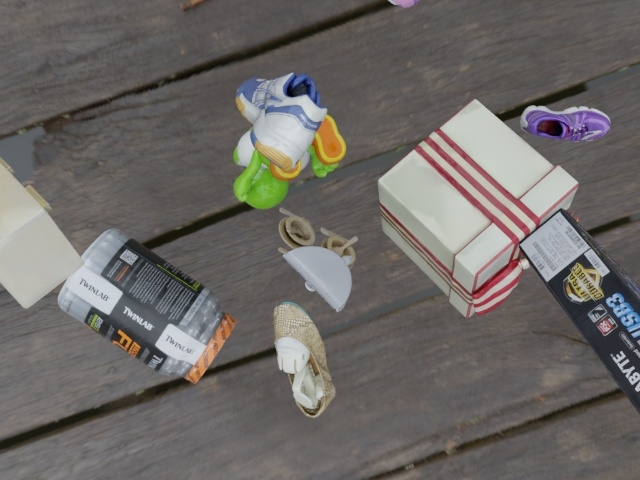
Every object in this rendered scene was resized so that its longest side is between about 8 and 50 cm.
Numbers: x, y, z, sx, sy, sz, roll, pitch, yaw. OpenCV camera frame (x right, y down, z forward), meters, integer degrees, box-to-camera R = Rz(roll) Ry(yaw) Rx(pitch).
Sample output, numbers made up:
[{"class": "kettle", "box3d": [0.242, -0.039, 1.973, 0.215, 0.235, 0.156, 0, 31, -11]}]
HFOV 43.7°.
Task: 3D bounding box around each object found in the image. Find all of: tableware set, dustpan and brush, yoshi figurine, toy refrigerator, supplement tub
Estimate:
[{"class": "tableware set", "box3d": [0.000, 0.000, 1.701, 0.194, 0.128, 0.039, 25, 131, -25]}, {"class": "dustpan and brush", "box3d": [0.020, 0.057, 1.543, 0.147, 0.211, 0.060, 45, 128, 8]}, {"class": "yoshi figurine", "box3d": [-0.085, -0.152, 1.695, 0.203, 0.362, 0.203, 32, 78, -21]}, {"class": "toy refrigerator", "box3d": [-0.395, -0.045, 0.955, 0.094, 0.102, 0.269, -40, 51, -17]}, {"class": "supplement tub", "box3d": [-0.336, 0.135, 1.581, 0.316, 0.193, 0.194, 34, 90, -3]}]

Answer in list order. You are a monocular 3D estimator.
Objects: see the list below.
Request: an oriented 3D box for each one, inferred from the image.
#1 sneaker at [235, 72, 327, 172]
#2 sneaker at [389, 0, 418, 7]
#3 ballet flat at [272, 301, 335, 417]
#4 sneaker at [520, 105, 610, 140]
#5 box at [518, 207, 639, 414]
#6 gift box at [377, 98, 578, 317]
[{"class": "sneaker", "box3d": [-0.055, -0.224, 1.336, 0.112, 0.296, 0.131, 32, 107, -30]}, {"class": "sneaker", "box3d": [0.141, -0.500, 1.358, 0.095, 0.104, 0.237, -14, 75, 23]}, {"class": "ballet flat", "box3d": [-0.026, 0.183, 1.170, 0.073, 0.067, 0.206, -3, 128, 27]}, {"class": "sneaker", "box3d": [0.451, -0.203, 1.461, 0.169, 0.071, 0.068, 0, 120, -8]}, {"class": "box", "box3d": [0.361, 0.137, 0.825, 0.073, 0.293, 0.295, -42, 122, 18]}, {"class": "gift box", "box3d": [0.272, -0.037, 1.340, 0.255, 0.276, 0.258, -42, 68, -5]}]
